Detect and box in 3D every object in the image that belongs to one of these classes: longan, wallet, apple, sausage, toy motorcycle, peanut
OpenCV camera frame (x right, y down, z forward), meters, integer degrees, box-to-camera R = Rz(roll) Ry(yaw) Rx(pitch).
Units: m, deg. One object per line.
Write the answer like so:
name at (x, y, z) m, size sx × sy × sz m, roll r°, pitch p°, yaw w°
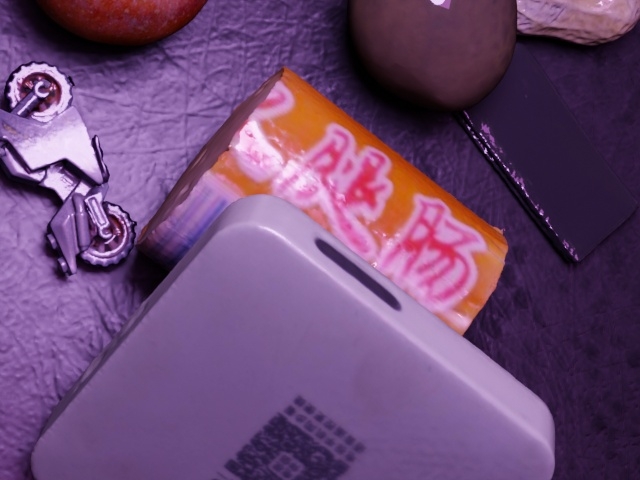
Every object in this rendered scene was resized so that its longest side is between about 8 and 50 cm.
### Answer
longan at (0.118, -0.241, 1.269) m, size 0.198 × 0.198 × 0.212 m, roll -10°, pitch 101°, yaw -21°
wallet at (0.259, -0.101, 1.378) m, size 0.124 × 0.025 × 0.244 m, roll -39°, pitch 93°, yaw -21°
apple at (-0.202, -0.291, 1.184) m, size 0.201 × 0.162 × 0.201 m, roll 0°, pitch 91°, yaw -25°
sausage at (0.000, 0.000, 1.161) m, size 0.287 × 0.233 × 0.233 m, roll 37°, pitch 71°, yaw -8°
toy motorcycle at (-0.266, -0.065, 1.160) m, size 0.122 × 0.080 × 0.215 m, roll -25°, pitch 94°, yaw -22°
peanut at (0.275, -0.278, 1.378) m, size 0.214 × 0.098 × 0.090 m, roll 5°, pitch 53°, yaw -21°

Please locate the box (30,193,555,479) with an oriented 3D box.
box at (-0.030, 0.187, 1.084) m, size 0.367 × 0.373 × 0.090 m, roll 39°, pitch 26°, yaw -9°
